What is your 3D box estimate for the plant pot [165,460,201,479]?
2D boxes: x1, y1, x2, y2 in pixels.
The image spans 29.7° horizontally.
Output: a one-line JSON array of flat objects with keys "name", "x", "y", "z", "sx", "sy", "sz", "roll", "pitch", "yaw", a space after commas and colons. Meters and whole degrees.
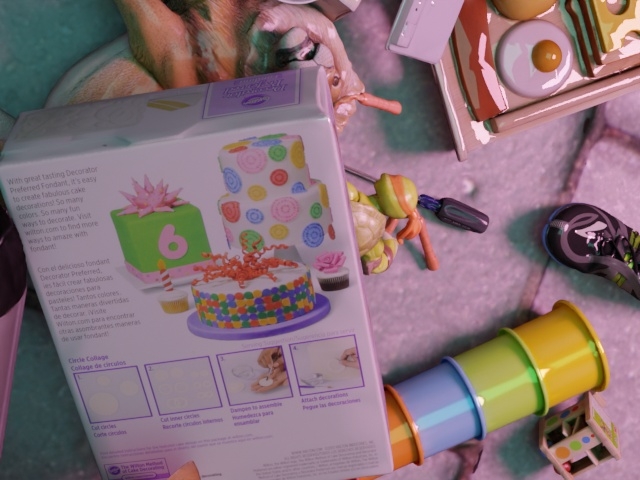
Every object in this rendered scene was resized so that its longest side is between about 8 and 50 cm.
[{"name": "plant pot", "x": -0.161, "y": 0.262, "z": 0.883, "sx": 0.032, "sy": 0.236, "sz": 0.236, "roll": 40, "pitch": 83, "yaw": 8}]

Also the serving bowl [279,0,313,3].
[{"name": "serving bowl", "x": -0.022, "y": -0.218, "z": 0.905, "sx": 0.083, "sy": 0.027, "sz": 0.083, "roll": -1, "pitch": 96, "yaw": -15}]

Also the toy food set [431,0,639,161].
[{"name": "toy food set", "x": 0.228, "y": -0.223, "z": 1.100, "sx": 0.306, "sy": 0.092, "sz": 0.219, "roll": -20, "pitch": 100, "yaw": -13}]

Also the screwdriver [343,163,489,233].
[{"name": "screwdriver", "x": 0.079, "y": -0.044, "z": 1.117, "sx": 0.170, "sy": 0.025, "sz": 0.024, "roll": 22, "pitch": 90, "yaw": -8}]

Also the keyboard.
[{"name": "keyboard", "x": 0.123, "y": -0.270, "z": 0.991, "sx": 0.072, "sy": 0.014, "sz": 0.256, "roll": 3, "pitch": 114, "yaw": -53}]

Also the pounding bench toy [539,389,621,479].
[{"name": "pounding bench toy", "x": 0.247, "y": 0.185, "z": 1.170, "sx": 0.065, "sy": 0.083, "sz": 0.052, "roll": -34, "pitch": 103, "yaw": 22}]

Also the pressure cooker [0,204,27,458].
[{"name": "pressure cooker", "x": -0.404, "y": 0.159, "z": 0.795, "sx": 0.375, "sy": 0.370, "sz": 0.420, "roll": -10, "pitch": 114, "yaw": -56}]

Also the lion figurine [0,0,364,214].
[{"name": "lion figurine", "x": -0.176, "y": -0.104, "z": 0.989, "sx": 0.392, "sy": 0.142, "sz": 0.240, "roll": -32, "pitch": 112, "yaw": 3}]

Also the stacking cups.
[{"name": "stacking cups", "x": 0.107, "y": 0.160, "z": 1.100, "sx": 0.316, "sy": 0.096, "sz": 0.096, "roll": -24, "pitch": 101, "yaw": -13}]

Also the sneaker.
[{"name": "sneaker", "x": 0.296, "y": 0.018, "z": 1.150, "sx": 0.188, "sy": 0.078, "sz": 0.067, "roll": 27, "pitch": 87, "yaw": -16}]

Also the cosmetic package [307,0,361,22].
[{"name": "cosmetic package", "x": 0.034, "y": -0.339, "z": 1.003, "sx": 0.129, "sy": 0.153, "sz": 0.296, "roll": 32, "pitch": 84, "yaw": -16}]

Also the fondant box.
[{"name": "fondant box", "x": -0.084, "y": 0.047, "z": 0.940, "sx": 0.238, "sy": 0.096, "sz": 0.330, "roll": -8, "pitch": 122, "yaw": 5}]

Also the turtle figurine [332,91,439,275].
[{"name": "turtle figurine", "x": 0.000, "y": 0.000, "z": 1.026, "sx": 0.217, "sy": 0.087, "sz": 0.269, "roll": -24, "pitch": 146, "yaw": 7}]
